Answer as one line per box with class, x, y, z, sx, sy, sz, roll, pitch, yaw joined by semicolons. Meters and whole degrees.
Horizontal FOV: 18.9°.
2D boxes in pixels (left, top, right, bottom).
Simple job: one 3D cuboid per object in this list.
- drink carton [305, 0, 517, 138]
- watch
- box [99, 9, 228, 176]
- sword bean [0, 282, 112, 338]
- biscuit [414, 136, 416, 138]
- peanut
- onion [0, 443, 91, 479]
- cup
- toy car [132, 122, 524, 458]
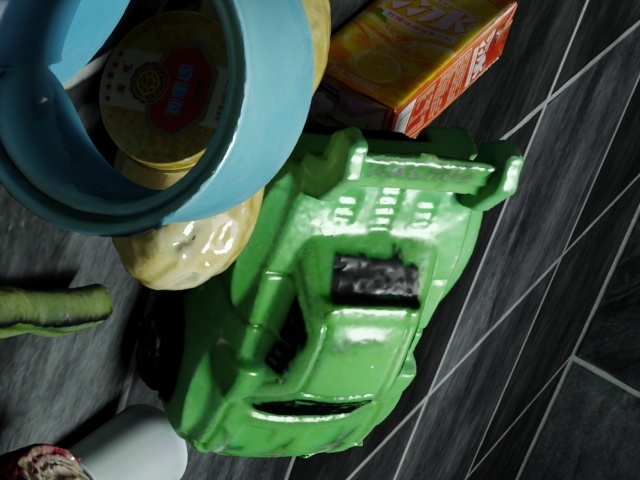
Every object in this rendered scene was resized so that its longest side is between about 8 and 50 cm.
drink carton;0.071;-0.154;1.629;0.223;0.096;0.071;-43;157;-44
watch;-0.110;-0.086;1.008;0.211;0.193;0.211;-52;160;-28
box;-0.088;-0.093;1.223;0.105;0.105;0.037;-60;154;-1
sword bean;-0.205;0.044;1.230;0.043;0.038;0.269;-57;164;8
biscuit;0.046;-0.086;1.785;0.220;0.033;0.220;-51;162;-24
peanut;-0.066;-0.091;1.289;0.101;0.117;0.263;25;92;-59
onion;-0.221;0.267;1.284;0.206;0.216;0.207;-40;162;7
cup;-0.175;0.190;1.543;0.104;0.074;0.116;-36;176;34
toy car;0.004;0.034;1.460;0.213;0.176;0.358;4;124;-27
